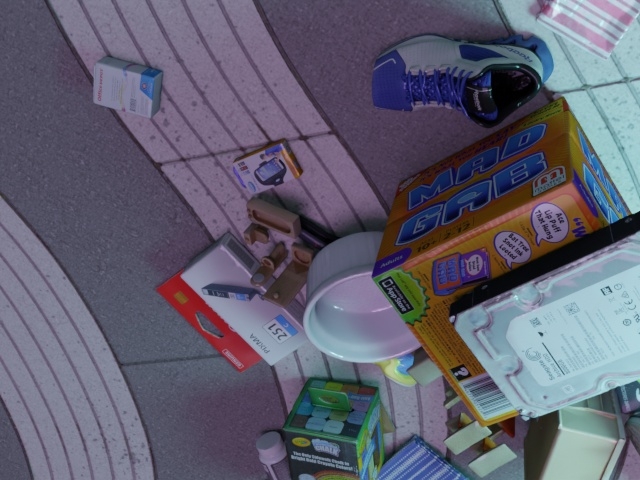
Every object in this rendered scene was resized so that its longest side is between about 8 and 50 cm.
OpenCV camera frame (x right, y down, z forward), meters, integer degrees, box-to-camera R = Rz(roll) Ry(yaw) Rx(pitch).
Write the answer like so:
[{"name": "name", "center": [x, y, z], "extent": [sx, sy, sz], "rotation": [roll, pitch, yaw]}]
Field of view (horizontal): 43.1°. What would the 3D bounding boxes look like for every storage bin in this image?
[{"name": "storage bin", "center": [0.508, 0.397, 1.658], "extent": [0.123, 0.260, 0.262], "rotation": [11, 122, 7]}]

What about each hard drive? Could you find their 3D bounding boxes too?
[{"name": "hard drive", "center": [0.397, 0.122, 1.220], "extent": [0.339, 0.064, 0.237], "rotation": [-28, 109, 27]}]

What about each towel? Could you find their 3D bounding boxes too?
[{"name": "towel", "center": [0.465, -0.409, 1.331], "extent": [0.144, 0.029, 0.197], "rotation": [29, 123, -2]}, {"name": "towel", "center": [0.273, 0.644, 1.976], "extent": [0.336, 0.040, 0.243], "rotation": [40, 110, -8]}]

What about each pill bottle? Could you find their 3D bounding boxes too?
[{"name": "pill bottle", "center": [-0.106, 0.547, 2.012], "extent": [0.078, 0.078, 0.137], "rotation": [-10, 117, 20]}]

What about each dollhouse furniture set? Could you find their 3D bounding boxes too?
[{"name": "dollhouse furniture set", "center": [-0.105, 0.025, 1.643], "extent": [0.144, 0.123, 0.151], "rotation": [23, 145, 23]}, {"name": "dollhouse furniture set", "center": [0.311, 0.296, 1.652], "extent": [0.259, 0.262, 0.135], "rotation": [44, 118, -12]}]

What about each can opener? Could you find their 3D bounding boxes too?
[{"name": "can opener", "center": [0.000, 0.000, 1.673], "extent": [0.186, 0.059, 0.073], "rotation": [31, 123, -5]}]

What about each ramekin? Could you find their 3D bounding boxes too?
[{"name": "ramekin", "center": [0.099, 0.110, 1.622], "extent": [0.277, 0.135, 0.277], "rotation": [-3, 134, -3]}]

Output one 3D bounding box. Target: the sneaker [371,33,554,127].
[{"name": "sneaker", "center": [0.235, -0.273, 1.379], "extent": [0.316, 0.182, 0.127], "rotation": [-3, 118, 16]}]

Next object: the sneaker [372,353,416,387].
[{"name": "sneaker", "center": [0.133, 0.211, 1.763], "extent": [0.240, 0.091, 0.126], "rotation": [33, 104, -6]}]

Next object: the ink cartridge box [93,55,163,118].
[{"name": "ink cartridge box", "center": [-0.379, -0.302, 1.596], "extent": [0.123, 0.052, 0.088], "rotation": [16, 122, 4]}]

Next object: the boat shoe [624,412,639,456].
[{"name": "boat shoe", "center": [0.718, 0.429, 1.588], "extent": [0.156, 0.186, 0.500], "rotation": [-31, 144, 14]}]

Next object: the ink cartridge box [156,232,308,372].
[{"name": "ink cartridge box", "center": [-0.198, 0.163, 1.817], "extent": [0.261, 0.066, 0.296], "rotation": [-36, 106, 28]}]

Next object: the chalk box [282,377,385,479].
[{"name": "chalk box", "center": [0.033, 0.435, 1.840], "extent": [0.180, 0.179, 0.288], "rotation": [6, 122, 19]}]

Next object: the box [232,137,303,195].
[{"name": "box", "center": [-0.113, -0.144, 1.636], "extent": [0.136, 0.028, 0.081], "rotation": [-21, 113, 22]}]

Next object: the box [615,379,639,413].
[{"name": "box", "center": [0.695, 0.221, 1.542], "extent": [0.270, 0.143, 0.165], "rotation": [-16, 81, 22]}]

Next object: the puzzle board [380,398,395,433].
[{"name": "puzzle board", "center": [0.111, 0.409, 1.915], "extent": [0.096, 0.011, 0.128], "rotation": [-15, 114, 23]}]

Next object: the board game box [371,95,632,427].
[{"name": "board game box", "center": [0.356, 0.034, 1.425], "extent": [0.356, 0.356, 0.356], "rotation": [-27, 110, 26]}]
